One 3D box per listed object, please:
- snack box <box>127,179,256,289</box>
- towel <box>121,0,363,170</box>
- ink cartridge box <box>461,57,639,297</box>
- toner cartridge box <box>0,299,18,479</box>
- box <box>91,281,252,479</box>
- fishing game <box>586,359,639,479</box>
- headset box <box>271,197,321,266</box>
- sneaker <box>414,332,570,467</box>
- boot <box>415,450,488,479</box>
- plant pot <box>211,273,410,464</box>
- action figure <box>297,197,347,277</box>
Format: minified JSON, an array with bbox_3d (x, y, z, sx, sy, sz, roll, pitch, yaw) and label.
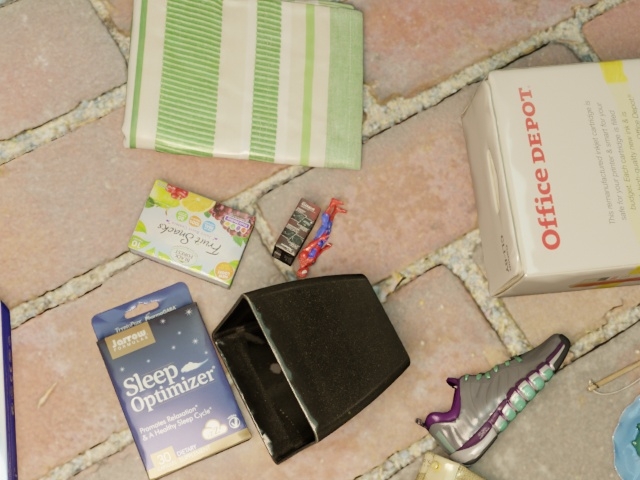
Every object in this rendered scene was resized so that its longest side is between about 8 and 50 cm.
[{"bbox_3d":[-0.167,-0.007,1.326,0.141,0.037,0.100,20,75,-1],"label":"snack box"},{"bbox_3d":[-0.102,-0.225,1.394,0.324,0.038,0.248,4,76,-7],"label":"towel"},{"bbox_3d":[0.403,-0.086,1.349,0.384,0.160,0.279,-5,75,-8],"label":"ink cartridge box"},{"bbox_3d":[-0.451,0.250,1.205,0.165,0.075,0.348,-5,76,-9],"label":"toner cartridge box"},{"bbox_3d":[-0.192,0.172,1.277,0.136,0.036,0.225,-22,78,-12],"label":"box"},{"bbox_3d":[0.479,0.274,1.327,0.189,0.041,0.264,-20,79,-9],"label":"fishing game"},{"bbox_3d":[-0.030,-0.014,1.331,0.032,0.062,0.083,30,73,1],"label":"headset box"},{"bbox_3d":[0.224,0.183,1.301,0.098,0.083,0.223,42,74,13],"label":"sneaker"},{"bbox_3d":[0.090,0.351,1.231,0.261,0.095,0.204,20,74,-3],"label":"boot"},{"bbox_3d":[-0.004,0.141,1.239,0.167,0.188,0.187,-24,79,-24],"label":"plant pot"},{"bbox_3d":[0.000,0.000,1.344,0.030,0.038,0.115,26,73,18],"label":"action figure"}]
